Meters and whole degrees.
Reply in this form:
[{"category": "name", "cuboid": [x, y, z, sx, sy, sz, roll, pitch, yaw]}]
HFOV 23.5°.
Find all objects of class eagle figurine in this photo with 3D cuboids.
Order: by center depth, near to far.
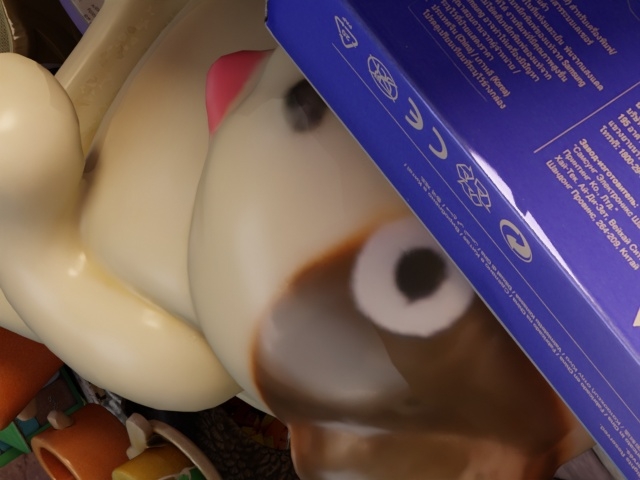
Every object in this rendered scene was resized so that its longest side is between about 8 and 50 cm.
[{"category": "eagle figurine", "cuboid": [-0.047, 0.196, 1.261, 0.225, 0.298, 0.226, -92, 18, -53]}]

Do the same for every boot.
[{"category": "boot", "cuboid": [-0.273, -0.170, 1.437, 0.203, 0.095, 0.262, -169, 65, -68]}]

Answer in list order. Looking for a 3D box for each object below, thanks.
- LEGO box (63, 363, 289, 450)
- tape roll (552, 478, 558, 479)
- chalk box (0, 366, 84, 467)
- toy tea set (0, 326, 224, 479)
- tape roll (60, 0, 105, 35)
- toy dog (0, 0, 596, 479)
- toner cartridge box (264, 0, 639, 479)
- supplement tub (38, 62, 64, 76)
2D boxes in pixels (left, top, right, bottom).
[{"category": "LEGO box", "cuboid": [-0.212, 0.079, 1.605, 0.500, 0.193, 0.372, 25, 144, 61]}, {"category": "tape roll", "cuboid": [0.228, 0.341, 1.041, 0.392, 0.072, 0.392, 51, 162, 24]}, {"category": "chalk box", "cuboid": [-0.344, 0.104, 1.372, 0.289, 0.179, 0.180, 36, 153, 51]}, {"category": "toy tea set", "cuboid": [-0.174, 0.160, 1.041, 0.336, 0.124, 0.200, 48, 154, 4]}, {"category": "tape roll", "cuboid": [-0.141, -0.211, 1.074, 0.189, 0.080, 0.189, 50, 163, 22]}, {"category": "toy dog", "cuboid": [0.000, 0.000, 0.723, 0.395, 0.284, 0.408, 49, 167, -17]}, {"category": "toner cartridge box", "cuboid": [0.146, -0.001, 0.483, 0.348, 0.165, 0.075, 53, 163, 17]}, {"category": "supplement tub", "cuboid": [-0.127, -0.012, 1.121, 0.338, 0.207, 0.207, 18, 139, 50]}]
